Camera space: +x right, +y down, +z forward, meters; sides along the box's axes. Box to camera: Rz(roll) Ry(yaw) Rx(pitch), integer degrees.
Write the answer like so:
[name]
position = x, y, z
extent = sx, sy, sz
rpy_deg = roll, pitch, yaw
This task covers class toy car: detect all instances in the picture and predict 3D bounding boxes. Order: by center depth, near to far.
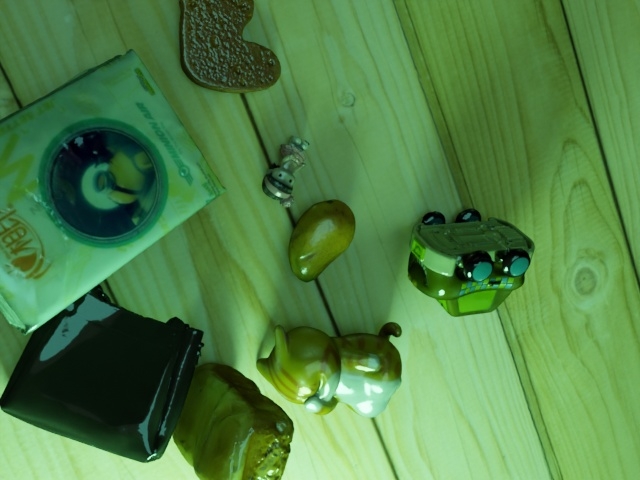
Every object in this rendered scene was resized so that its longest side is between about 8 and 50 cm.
[toy car]
position = 0.293, 0.065, 1.357
extent = 0.247, 0.204, 0.198
rpy_deg = -4, 120, -21

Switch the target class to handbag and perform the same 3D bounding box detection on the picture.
[handbag]
position = -0.362, 0.221, 1.148
extent = 0.285, 0.113, 0.257
rpy_deg = 21, 80, 0

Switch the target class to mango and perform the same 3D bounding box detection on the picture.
[mango]
position = -0.003, -0.006, 1.281
extent = 0.165, 0.089, 0.115
rpy_deg = -43, 118, -7

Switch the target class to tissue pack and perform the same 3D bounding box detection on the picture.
[tissue pack]
position = -0.387, -0.085, 1.050
extent = 0.388, 0.162, 0.287
rpy_deg = -41, 110, -28

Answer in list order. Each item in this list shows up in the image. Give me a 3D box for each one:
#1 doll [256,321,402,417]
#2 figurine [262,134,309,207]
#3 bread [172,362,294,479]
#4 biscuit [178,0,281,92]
[doll]
position = 0.031, 0.246, 1.285
extent = 0.269, 0.162, 0.167
rpy_deg = 6, 125, -26
[figurine]
position = -0.062, -0.131, 1.264
extent = 0.072, 0.054, 0.129
rpy_deg = 30, 79, -35
[bread]
position = -0.160, 0.328, 1.155
extent = 0.132, 0.294, 0.167
rpy_deg = 22, 89, -25
[biscuit]
position = -0.161, -0.363, 1.205
extent = 0.186, 0.036, 0.192
rpy_deg = -2, 97, -22
